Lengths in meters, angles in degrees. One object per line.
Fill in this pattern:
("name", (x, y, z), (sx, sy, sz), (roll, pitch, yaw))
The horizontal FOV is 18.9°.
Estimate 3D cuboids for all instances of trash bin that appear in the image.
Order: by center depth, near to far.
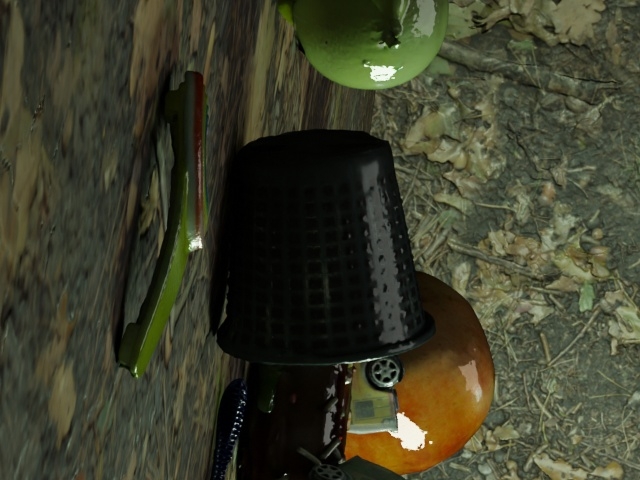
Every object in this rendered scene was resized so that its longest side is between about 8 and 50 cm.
("trash bin", (0.000, 0.000, 1.490), (0.175, 0.175, 0.161), (-69, 157, -74))

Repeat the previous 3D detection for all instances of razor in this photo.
("razor", (-0.081, 0.188, 1.589), (0.028, 0.044, 0.154), (-31, -134, 55))

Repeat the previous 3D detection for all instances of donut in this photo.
("donut", (-0.018, 0.173, 1.948), (0.270, 0.103, 0.269), (7, 90, -85))

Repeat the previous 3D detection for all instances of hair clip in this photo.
("hair clip", (-0.081, -0.014, 1.072), (0.060, 0.033, 0.188), (86, 12, -70))

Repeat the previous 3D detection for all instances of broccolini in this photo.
("broccolini", (-0.047, 0.077, 1.745), (0.091, 0.068, 0.202), (57, -41, 49))

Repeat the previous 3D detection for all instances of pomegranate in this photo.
("pomegranate", (0.077, 0.141, 2.259), (0.270, 0.252, 0.229), (73, 17, -50))

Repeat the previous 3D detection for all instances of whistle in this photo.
("whistle", (0.013, -0.215, 1.672), (0.294, 0.141, 0.141), (38, -53, 57))

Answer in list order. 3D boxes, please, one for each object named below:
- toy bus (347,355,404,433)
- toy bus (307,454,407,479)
("toy bus", (0.032, 0.079, 2.101), (0.092, 0.106, 0.268), (-51, 134, -86))
("toy bus", (-0.010, 0.277, 1.756), (0.262, 0.109, 0.091), (-23, 125, -52))
